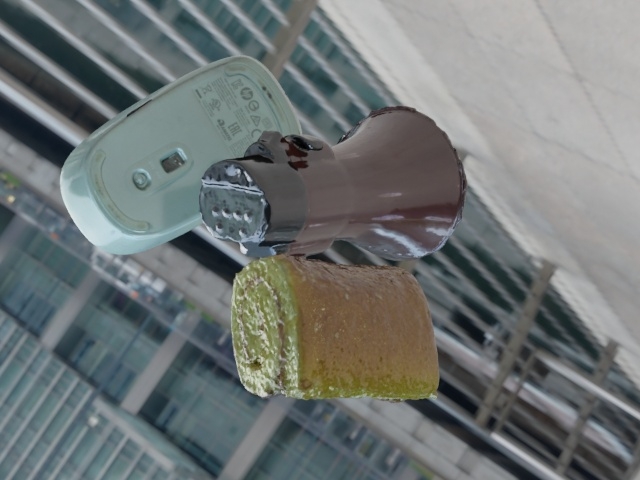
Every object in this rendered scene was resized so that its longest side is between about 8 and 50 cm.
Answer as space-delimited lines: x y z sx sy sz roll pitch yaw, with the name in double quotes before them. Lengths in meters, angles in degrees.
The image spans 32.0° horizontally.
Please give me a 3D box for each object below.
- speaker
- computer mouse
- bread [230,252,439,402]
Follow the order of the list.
"speaker" -0.009 -0.013 1.286 0.198 0.259 0.329 37 -147 27
"computer mouse" -0.163 -0.096 1.300 0.159 0.288 0.097 58 161 -5
"bread" 0.012 0.079 0.955 0.172 0.132 0.103 6 159 -43
